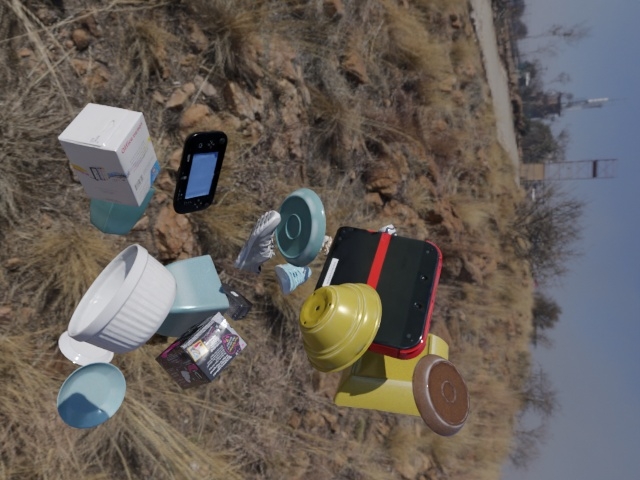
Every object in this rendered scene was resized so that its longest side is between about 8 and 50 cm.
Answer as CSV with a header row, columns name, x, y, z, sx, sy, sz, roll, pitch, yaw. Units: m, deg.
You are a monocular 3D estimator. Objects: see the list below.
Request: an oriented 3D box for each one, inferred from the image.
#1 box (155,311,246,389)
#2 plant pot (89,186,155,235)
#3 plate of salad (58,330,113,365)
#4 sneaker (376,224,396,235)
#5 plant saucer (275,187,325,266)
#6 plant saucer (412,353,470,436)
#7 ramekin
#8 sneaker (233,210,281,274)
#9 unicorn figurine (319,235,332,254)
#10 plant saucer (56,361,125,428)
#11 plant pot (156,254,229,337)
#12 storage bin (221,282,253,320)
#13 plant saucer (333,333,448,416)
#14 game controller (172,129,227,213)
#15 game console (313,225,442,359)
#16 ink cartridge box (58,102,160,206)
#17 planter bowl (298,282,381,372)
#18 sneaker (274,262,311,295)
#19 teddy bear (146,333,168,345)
name,x,y,z,sx,sy,sz,roll,pitch,yaw
box,-0.369,0.346,1.343,0.142,0.247,0.163,52,48,-7
plant pot,-0.824,-0.149,1.767,0.165,0.165,0.234,12,106,-61
plate of salad,-0.885,0.410,1.643,0.048,0.200,0.200,-53,160,12
sneaker,0.268,0.043,1.991,0.094,0.235,0.153,-14,75,-56
plant saucer,-0.096,-0.052,1.730,0.043,0.317,0.318,4,86,-38
plant saucer,0.263,0.323,0.922,0.168,0.029,0.168,20,54,-30
ramekin,-0.378,0.121,0.852,0.109,0.207,0.207,42,48,-30
sneaker,-0.200,0.009,1.539,0.281,0.115,0.105,-52,-163,35
unicorn figurine,0.000,0.000,1.898,0.060,0.162,0.111,16,88,-48
plant saucer,-0.694,0.463,1.316,0.195,0.037,0.195,-1,91,-48
plant pot,-0.546,0.229,1.676,0.252,0.248,0.247,-4,56,-43
storage bin,-0.414,0.280,2.002,0.084,0.180,0.122,-55,165,4
plant saucer,0.232,0.388,1.378,0.333,0.332,0.081,-59,147,-59
game controller,-0.417,-0.231,1.498,0.166,0.067,0.319,-31,150,-52
game console,0.163,0.136,1.277,0.060,0.342,0.387,78,28,-51
ink cartridge box,-0.604,-0.247,1.273,0.233,0.168,0.171,97,5,-53
planter bowl,0.018,0.165,0.942,0.090,0.217,0.217,40,50,-29
sneaker,-0.119,0.150,1.962,0.366,0.150,0.135,-114,-175,-83
teddy bear,-0.780,0.338,1.774,0.338,0.245,0.113,38,78,-47
